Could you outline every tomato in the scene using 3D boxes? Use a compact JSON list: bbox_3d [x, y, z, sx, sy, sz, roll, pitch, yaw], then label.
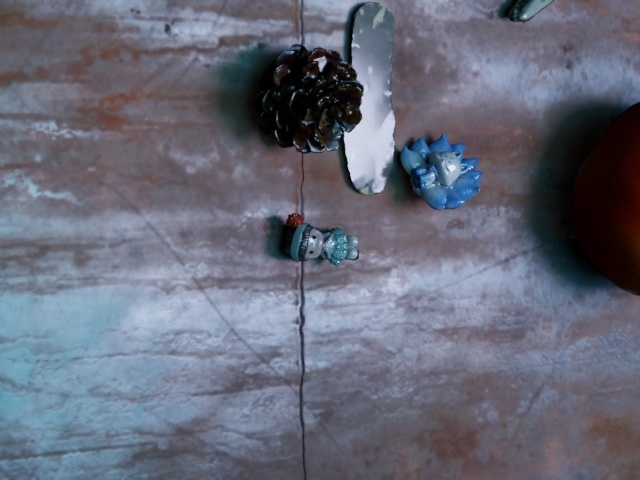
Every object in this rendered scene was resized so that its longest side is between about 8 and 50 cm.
[{"bbox_3d":[0.474,-0.073,2.088,0.226,0.298,0.298,39,70,16],"label":"tomato"}]

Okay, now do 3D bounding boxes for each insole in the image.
[{"bbox_3d":[0.063,-0.182,1.970,0.081,0.011,0.248,0,94,-31],"label":"insole"}]

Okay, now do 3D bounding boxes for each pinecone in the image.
[{"bbox_3d":[-0.011,-0.170,1.865,0.140,0.121,0.140,-12,115,-27],"label":"pinecone"}]

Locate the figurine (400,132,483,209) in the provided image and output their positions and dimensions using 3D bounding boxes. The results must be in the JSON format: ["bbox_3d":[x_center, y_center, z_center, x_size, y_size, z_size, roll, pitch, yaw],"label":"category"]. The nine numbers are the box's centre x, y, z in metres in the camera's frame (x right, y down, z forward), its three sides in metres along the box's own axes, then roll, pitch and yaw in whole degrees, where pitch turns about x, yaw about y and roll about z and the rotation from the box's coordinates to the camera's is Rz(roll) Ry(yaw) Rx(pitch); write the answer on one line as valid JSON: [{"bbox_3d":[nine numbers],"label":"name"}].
[{"bbox_3d":[0.166,-0.091,1.997,0.114,0.079,0.114,3,54,-5],"label":"figurine"}]

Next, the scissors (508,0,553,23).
[{"bbox_3d":[0.354,-0.392,2.102,0.289,0.041,0.138,-45,121,-20],"label":"scissors"}]

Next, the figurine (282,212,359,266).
[{"bbox_3d":[0.000,0.000,1.928,0.106,0.047,0.060,8,99,-32],"label":"figurine"}]
